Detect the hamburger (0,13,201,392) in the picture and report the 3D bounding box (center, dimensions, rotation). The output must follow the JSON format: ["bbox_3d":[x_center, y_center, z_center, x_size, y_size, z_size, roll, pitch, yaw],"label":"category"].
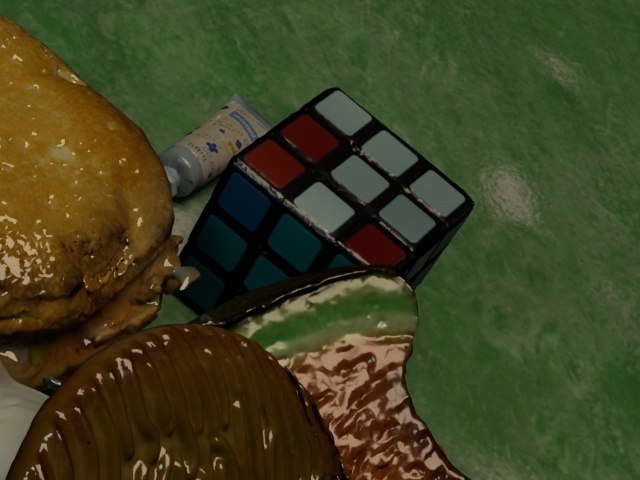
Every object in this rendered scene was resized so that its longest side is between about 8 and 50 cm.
[{"bbox_3d":[-0.250,-0.028,1.284,0.314,0.170,0.290,39,45,7],"label":"hamburger"}]

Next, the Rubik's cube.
[{"bbox_3d":[0.000,0.000,1.412,0.162,0.160,0.163,40,42,10],"label":"Rubik's cube"}]

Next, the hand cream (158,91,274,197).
[{"bbox_3d":[-0.096,-0.079,1.520,0.065,0.043,0.170,44,38,5],"label":"hand cream"}]

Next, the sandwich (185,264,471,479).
[{"bbox_3d":[0.002,0.175,1.265,0.250,0.162,0.301,-33,87,-13],"label":"sandwich"}]

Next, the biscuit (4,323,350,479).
[{"bbox_3d":[-0.079,0.208,1.050,0.318,0.040,0.318,7,80,-50],"label":"biscuit"}]

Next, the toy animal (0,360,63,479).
[{"bbox_3d":[-0.237,0.246,1.038,0.258,0.194,0.357,42,50,-4],"label":"toy animal"}]
